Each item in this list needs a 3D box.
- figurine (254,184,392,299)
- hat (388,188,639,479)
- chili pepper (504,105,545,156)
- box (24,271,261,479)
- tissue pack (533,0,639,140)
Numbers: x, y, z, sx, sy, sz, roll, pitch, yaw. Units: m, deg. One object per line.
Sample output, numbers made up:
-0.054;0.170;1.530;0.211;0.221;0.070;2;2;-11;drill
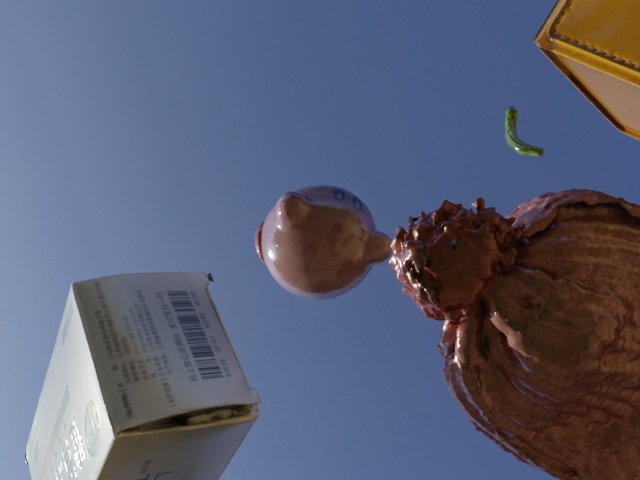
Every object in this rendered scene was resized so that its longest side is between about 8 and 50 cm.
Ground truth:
0.000;0.000;1.157;0.173;0.173;0.173;0;-75;-1;figurine
0.173;0.055;0.597;0.286;0.107;0.237;26;-77;-17;hat
0.200;-0.107;0.827;0.017;0.083;0.030;29;-56;-31;chili pepper
-0.197;0.196;0.849;0.145;0.173;0.333;-3;-41;-33;box
0.325;-0.206;0.621;0.194;0.145;0.275;21;-76;-50;tissue pack
